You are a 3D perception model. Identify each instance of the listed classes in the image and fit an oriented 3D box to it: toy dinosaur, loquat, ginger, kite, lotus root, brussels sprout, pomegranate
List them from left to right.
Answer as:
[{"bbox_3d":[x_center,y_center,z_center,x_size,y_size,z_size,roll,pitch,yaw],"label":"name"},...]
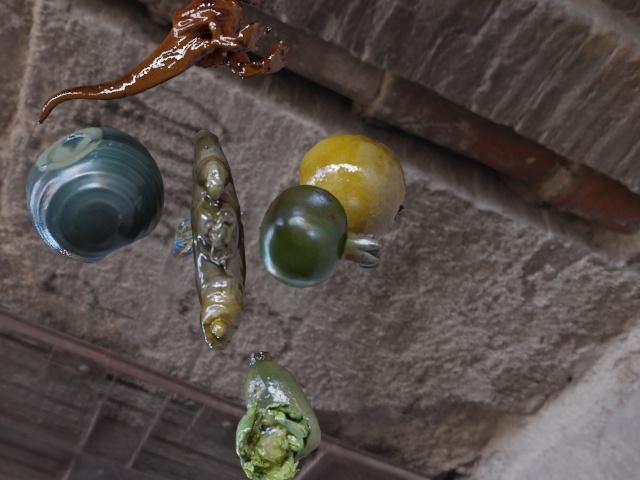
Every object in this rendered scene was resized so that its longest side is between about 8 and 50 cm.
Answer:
[{"bbox_3d":[-0.257,-0.016,1.429,0.183,0.010,0.160,10,53,44],"label":"kite"},{"bbox_3d":[-0.161,-0.268,0.932,0.432,0.208,0.097,-45,-36,-35],"label":"toy dinosaur"},{"bbox_3d":[-0.145,-0.011,0.978,0.166,0.080,0.333,153,116,-74],"label":"ginger"},{"bbox_3d":[-0.046,0.197,0.671,0.085,0.085,0.058,-70,14,-14],"label":"brussels sprout"},{"bbox_3d":[-0.067,0.249,1.047,0.090,0.183,0.077,-29,-24,0],"label":"lotus root"},{"bbox_3d":[-0.011,0.007,1.173,0.179,0.210,0.179,-46,-20,-22],"label":"pomegranate"},{"bbox_3d":[0.065,-0.107,1.542,0.263,0.263,0.263,-157,90,-79],"label":"loquat"}]

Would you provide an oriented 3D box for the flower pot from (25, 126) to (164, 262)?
[{"bbox_3d":[-0.323,-0.070,0.987,0.189,0.157,0.243,-26,31,-7],"label":"flower pot"}]
